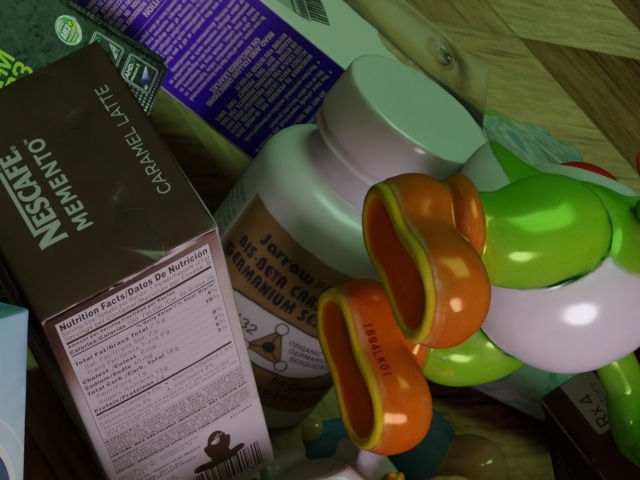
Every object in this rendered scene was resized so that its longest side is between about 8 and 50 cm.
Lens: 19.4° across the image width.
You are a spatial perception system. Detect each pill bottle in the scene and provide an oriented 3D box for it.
[{"bbox_3d":[0.000,0.000,1.193,0.131,0.229,0.131,29,28,-17],"label":"pill bottle"}]

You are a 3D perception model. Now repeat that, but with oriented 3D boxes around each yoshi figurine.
[{"bbox_3d":[0.196,0.048,1.073,0.362,0.203,0.203,-7,11,-25],"label":"yoshi figurine"}]

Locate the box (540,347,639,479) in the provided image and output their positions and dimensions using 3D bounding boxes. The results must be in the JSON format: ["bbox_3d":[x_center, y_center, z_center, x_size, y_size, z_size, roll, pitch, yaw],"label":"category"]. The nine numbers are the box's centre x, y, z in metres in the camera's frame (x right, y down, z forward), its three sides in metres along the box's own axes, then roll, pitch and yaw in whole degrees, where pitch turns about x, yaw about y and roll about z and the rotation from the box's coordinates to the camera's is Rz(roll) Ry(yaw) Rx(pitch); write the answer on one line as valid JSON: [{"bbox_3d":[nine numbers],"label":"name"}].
[{"bbox_3d":[0.266,0.159,1.247,0.168,0.167,0.203,54,-8,27],"label":"box"}]

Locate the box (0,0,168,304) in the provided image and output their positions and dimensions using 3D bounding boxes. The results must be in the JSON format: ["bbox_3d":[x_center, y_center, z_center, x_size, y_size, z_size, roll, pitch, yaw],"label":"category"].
[{"bbox_3d":[-0.206,-0.075,1.142,0.184,0.045,0.190,33,62,-25],"label":"box"}]

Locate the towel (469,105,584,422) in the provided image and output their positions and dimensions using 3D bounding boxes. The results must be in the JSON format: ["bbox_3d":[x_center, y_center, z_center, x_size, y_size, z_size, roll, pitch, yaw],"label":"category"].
[{"bbox_3d":[0.097,-0.014,1.501,0.320,0.090,0.374,23,30,-21],"label":"towel"}]

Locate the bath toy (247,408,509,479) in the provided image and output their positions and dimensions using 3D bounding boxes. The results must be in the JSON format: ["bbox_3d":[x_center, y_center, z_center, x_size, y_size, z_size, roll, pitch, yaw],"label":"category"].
[{"bbox_3d":[0.007,0.202,1.013,0.348,0.151,0.129,-37,114,-63],"label":"bath toy"}]

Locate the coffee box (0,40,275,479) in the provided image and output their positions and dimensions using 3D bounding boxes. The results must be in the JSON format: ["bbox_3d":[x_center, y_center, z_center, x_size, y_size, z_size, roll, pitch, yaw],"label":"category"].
[{"bbox_3d":[-0.109,0.034,0.997,0.141,0.098,0.246,54,-14,32],"label":"coffee box"}]

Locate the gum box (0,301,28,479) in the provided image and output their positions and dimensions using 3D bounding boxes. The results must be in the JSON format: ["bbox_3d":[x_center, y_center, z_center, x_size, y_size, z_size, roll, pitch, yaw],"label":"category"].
[{"bbox_3d":[-0.193,0.129,0.819,0.041,0.184,0.157,11,14,28],"label":"gum box"}]

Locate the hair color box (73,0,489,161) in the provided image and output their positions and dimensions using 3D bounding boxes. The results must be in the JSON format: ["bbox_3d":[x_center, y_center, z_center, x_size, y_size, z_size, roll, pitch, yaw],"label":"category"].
[{"bbox_3d":[-0.041,-0.156,1.316,0.339,0.110,0.185,39,26,-14],"label":"hair color box"}]
